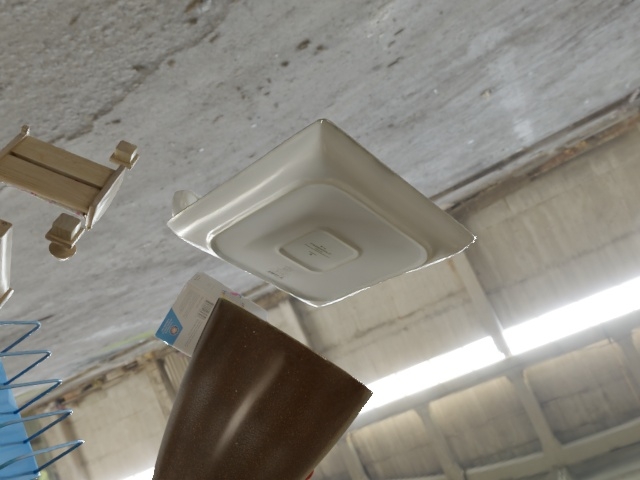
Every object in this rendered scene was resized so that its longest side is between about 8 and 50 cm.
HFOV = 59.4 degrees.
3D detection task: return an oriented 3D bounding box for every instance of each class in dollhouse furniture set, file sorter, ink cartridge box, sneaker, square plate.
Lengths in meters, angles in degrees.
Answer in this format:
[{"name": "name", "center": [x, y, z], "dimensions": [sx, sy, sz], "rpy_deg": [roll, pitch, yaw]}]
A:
[{"name": "dollhouse furniture set", "center": [-0.548, -0.076, 1.011], "dimensions": [0.355, 0.303, 0.174], "rpy_deg": [-77, -167, -50]}, {"name": "file sorter", "center": [-0.368, 0.189, 0.646], "dimensions": [0.104, 0.170, 0.118], "rpy_deg": [-33, 163, 13]}, {"name": "ink cartridge box", "center": [-0.145, 0.124, 0.813], "dimensions": [0.092, 0.143, 0.090], "rpy_deg": [-57, -175, 6]}, {"name": "sneaker", "center": [-0.239, -0.052, 1.321], "dimensions": [0.123, 0.106, 0.290], "rpy_deg": [-7, 164, 15]}, {"name": "square plate", "center": [0.000, 0.000, 0.851], "dimensions": [0.344, 0.049, 0.347], "rpy_deg": [-27, 136, 36]}]

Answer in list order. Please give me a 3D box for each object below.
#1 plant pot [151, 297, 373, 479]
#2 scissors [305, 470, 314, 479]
[{"name": "plant pot", "center": [-0.089, 0.219, 0.645], "dimensions": [0.230, 0.215, 0.215], "rpy_deg": [-58, 180, -13]}, {"name": "scissors", "center": [-0.109, 0.325, 1.064], "dimensions": [0.109, 0.297, 0.021], "rpy_deg": [-25, 178, 17]}]
